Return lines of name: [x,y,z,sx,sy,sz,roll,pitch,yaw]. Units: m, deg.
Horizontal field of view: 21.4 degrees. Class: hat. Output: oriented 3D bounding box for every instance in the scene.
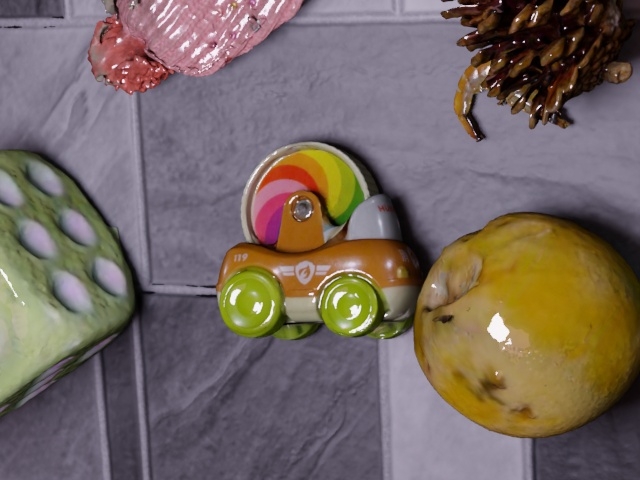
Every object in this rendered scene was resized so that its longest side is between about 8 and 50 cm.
hat: [-0.153,-0.274,1.842,0.286,0.107,0.237,-46,74,19]

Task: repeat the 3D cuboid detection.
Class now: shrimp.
shrimp: [0.200,-0.137,1.784,0.127,0.025,0.091,29,111,17]

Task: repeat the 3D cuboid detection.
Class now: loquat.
loquat: [0.220,0.090,1.732,0.243,0.244,0.244,5,104,20]

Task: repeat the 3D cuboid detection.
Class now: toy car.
toy car: [0.000,0.000,1.846,0.235,0.145,0.235,-2,85,20]

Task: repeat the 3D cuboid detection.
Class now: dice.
dice: [-0.383,0.060,1.929,0.249,0.254,0.252,-35,87,24]

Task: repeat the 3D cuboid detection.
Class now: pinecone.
pinecone: [0.212,-0.229,1.672,0.168,0.185,0.212,-29,88,11]
